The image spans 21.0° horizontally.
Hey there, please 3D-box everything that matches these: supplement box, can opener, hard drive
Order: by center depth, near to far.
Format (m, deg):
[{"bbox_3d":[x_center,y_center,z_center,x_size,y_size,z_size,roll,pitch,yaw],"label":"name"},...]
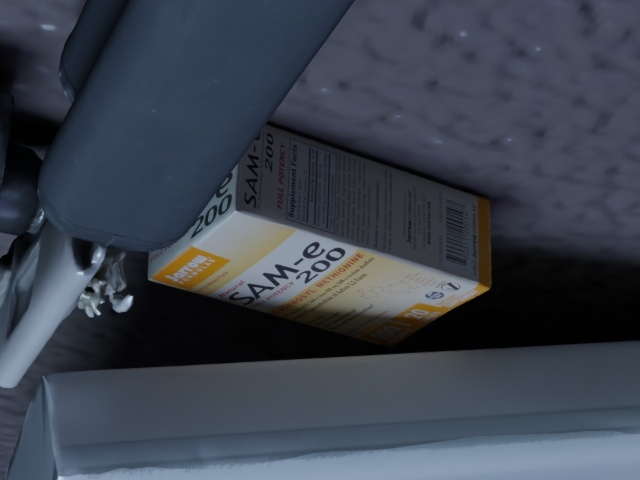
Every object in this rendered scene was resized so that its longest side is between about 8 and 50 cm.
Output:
[{"bbox_3d":[-0.064,-0.037,0.463,0.093,0.074,0.280,15,151,-22],"label":"can opener"},{"bbox_3d":[0.000,0.000,0.574,0.098,0.036,0.062,17,150,-26],"label":"supplement box"},{"bbox_3d":[0.054,0.099,0.688,0.353,0.047,0.233,-1,156,-17],"label":"hard drive"}]
